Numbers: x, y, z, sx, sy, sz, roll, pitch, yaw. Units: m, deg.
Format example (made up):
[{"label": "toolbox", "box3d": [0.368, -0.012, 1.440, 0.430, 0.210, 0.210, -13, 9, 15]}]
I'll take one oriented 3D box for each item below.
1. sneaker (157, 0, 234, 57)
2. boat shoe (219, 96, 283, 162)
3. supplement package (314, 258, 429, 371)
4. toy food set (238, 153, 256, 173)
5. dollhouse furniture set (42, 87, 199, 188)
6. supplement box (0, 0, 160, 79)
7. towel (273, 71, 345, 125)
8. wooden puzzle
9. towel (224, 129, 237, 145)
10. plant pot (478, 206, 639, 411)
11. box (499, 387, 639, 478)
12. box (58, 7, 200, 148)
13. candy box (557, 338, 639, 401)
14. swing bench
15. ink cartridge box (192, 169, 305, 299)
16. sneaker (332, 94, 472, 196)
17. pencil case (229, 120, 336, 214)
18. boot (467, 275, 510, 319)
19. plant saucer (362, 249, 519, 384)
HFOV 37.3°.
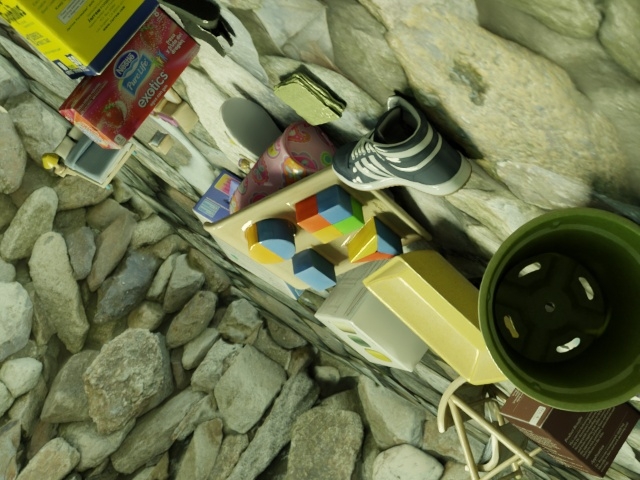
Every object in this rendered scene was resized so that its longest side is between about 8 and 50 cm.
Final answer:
[{"label": "sneaker", "box3d": [-0.224, -0.385, 1.612, 0.170, 0.051, 0.089, 32, 163, 4]}, {"label": "boat shoe", "box3d": [-0.111, -0.189, 1.921, 0.258, 0.095, 0.084, 42, 162, -20]}, {"label": "supplement package", "box3d": [0.151, 0.168, 2.269, 0.199, 0.198, 0.263, 40, 167, -13]}, {"label": "toy food set", "box3d": [-0.167, -0.166, 2.328, 0.078, 0.019, 0.122, 31, 166, 24]}, {"label": "dollhouse furniture set", "box3d": [-0.510, -0.269, 2.226, 0.286, 0.303, 0.198, 26, 165, 39]}, {"label": "supplement box", "box3d": [-0.491, -0.476, 1.671, 0.356, 0.195, 0.194, 43, 166, -24]}, {"label": "towel", "box3d": [-0.020, -0.244, 1.634, 0.110, 0.027, 0.148, 39, 166, -15]}, {"label": "wooden puzzle", "box3d": [0.000, 0.000, 1.831, 0.348, 0.080, 0.322, -20, 146, 26]}, {"label": "towel", "box3d": [-0.184, -0.224, 2.187, 0.083, 0.009, 0.060, 31, 166, 23]}, {"label": "plant pot", "box3d": [0.360, 0.101, 1.402, 0.276, 0.276, 0.254, 35, 179, 6]}, {"label": "box", "box3d": [0.539, 0.378, 2.052, 0.203, 0.168, 0.167, 40, 168, -15]}, {"label": "box", "box3d": [-0.364, -0.307, 1.799, 0.122, 0.257, 0.128, 41, 167, -25]}, {"label": "candy box", "box3d": [0.509, 0.217, 1.777, 0.165, 0.070, 0.196, 40, 168, -14]}, {"label": "swing bench", "box3d": [0.411, 0.436, 2.233, 0.253, 0.165, 0.254, 3, -131, -57]}, {"label": "ink cartridge box", "box3d": [-0.167, -0.022, 2.551, 0.270, 0.151, 0.395, 30, 168, 24]}, {"label": "sneaker", "box3d": [0.092, -0.152, 1.490, 0.282, 0.099, 0.153, 11, 158, 48]}, {"label": "pencil case", "box3d": [-0.076, -0.111, 1.832, 0.124, 0.124, 0.284, 38, 140, -5]}, {"label": "boot", "box3d": [0.350, 0.151, 1.960, 0.190, 0.076, 0.208, 2, 152, 47]}, {"label": "plant saucer", "box3d": [0.259, 0.145, 1.906, 0.333, 0.081, 0.333, 42, 165, 0]}]
